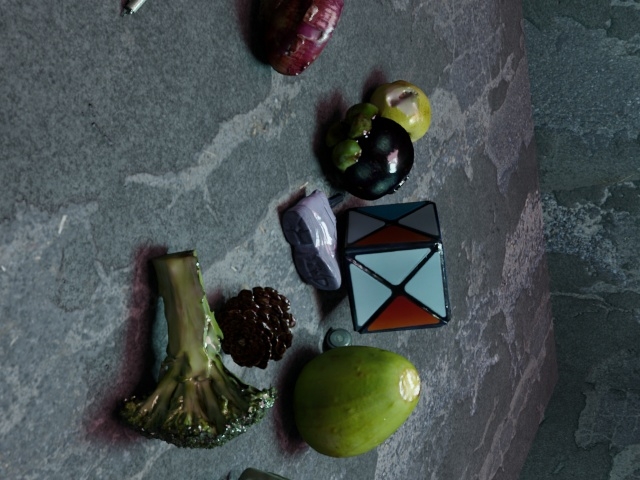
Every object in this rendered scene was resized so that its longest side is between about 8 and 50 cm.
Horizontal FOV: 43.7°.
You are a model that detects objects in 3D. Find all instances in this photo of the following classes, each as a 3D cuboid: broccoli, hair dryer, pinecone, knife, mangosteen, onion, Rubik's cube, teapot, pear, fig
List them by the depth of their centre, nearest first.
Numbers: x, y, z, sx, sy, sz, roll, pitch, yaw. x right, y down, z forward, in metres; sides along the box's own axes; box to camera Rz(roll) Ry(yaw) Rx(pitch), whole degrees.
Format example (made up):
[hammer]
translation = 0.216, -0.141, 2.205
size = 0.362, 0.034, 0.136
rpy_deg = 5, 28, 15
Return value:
[hair dryer]
translation = -0.305, -0.430, 1.382
size = 0.124, 0.063, 0.038
rpy_deg = -53, 142, -12
[broccoli]
translation = -0.252, 0.204, 1.447
size = 0.361, 0.252, 0.221
rpy_deg = 62, 24, 14
[pinecone]
translation = -0.124, 0.169, 1.646
size = 0.165, 0.163, 0.162
rpy_deg = -51, 136, -61
[onion]
translation = -0.052, -0.468, 1.682
size = 0.163, 0.230, 0.230
rpy_deg = 35, 56, -14
[fig]
translation = 0.093, 0.366, 1.874
size = 0.258, 0.326, 0.258
rpy_deg = 32, 44, -38
[mangosteen]
translation = 0.120, -0.216, 1.973
size = 0.243, 0.243, 0.242
rpy_deg = -11, 103, -58
[Rubik's cube]
translation = 0.186, 0.064, 1.992
size = 0.246, 0.250, 0.248
rpy_deg = -84, 167, -63
[knife]
translation = 0.029, -0.098, 2.004
size = 0.121, 0.018, 0.031
rpy_deg = -33, 123, -56
[teapot]
translation = 0.053, 0.272, 2.032
size = 0.057, 0.066, 0.088
rpy_deg = 86, -17, -52
[pear]
translation = 0.210, -0.346, 2.143
size = 0.178, 0.178, 0.177
rpy_deg = -11, 103, -58

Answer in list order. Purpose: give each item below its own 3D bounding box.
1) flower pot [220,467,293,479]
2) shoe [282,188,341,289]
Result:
[flower pot]
translation = -0.156, 0.609, 1.632
size = 0.368, 0.165, 0.254
rpy_deg = -1, 100, -59
[shoe]
translation = 0.000, 0.000, 1.891
size = 0.137, 0.095, 0.245
rpy_deg = -51, 129, -41
